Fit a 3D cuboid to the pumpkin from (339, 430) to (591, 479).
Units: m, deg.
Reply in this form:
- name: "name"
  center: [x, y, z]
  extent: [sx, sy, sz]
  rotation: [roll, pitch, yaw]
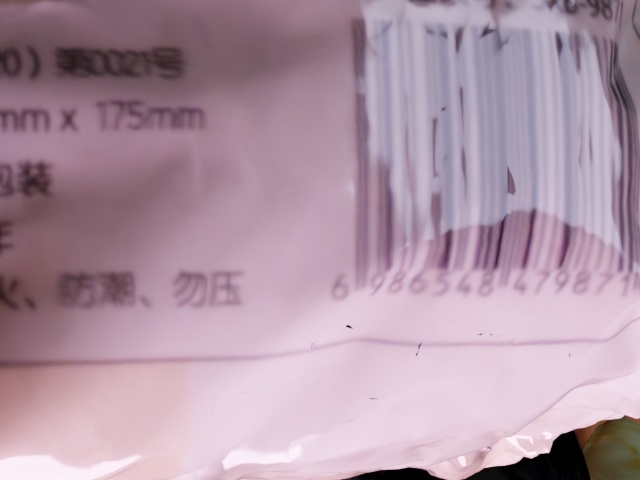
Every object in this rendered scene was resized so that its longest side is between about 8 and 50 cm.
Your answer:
- name: "pumpkin"
  center: [0.042, 0.159, 0.903]
  extent: [0.233, 0.163, 0.233]
  rotation: [17, 70, -62]

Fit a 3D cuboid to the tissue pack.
- name: "tissue pack"
  center: [-0.055, -0.081, 0.636]
  extent: [0.375, 0.195, 0.390]
  rotation: [2, 83, -32]

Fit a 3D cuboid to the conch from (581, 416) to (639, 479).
- name: "conch"
  center: [0.192, 0.226, 1.277]
  extent: [0.143, 0.137, 0.250]
  rotation: [52, 11, -4]
